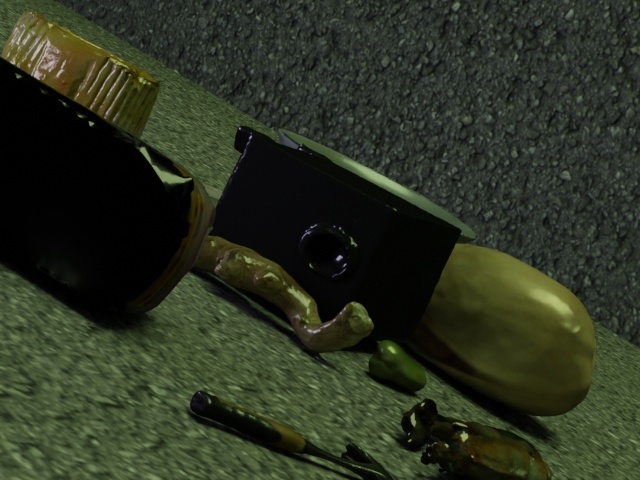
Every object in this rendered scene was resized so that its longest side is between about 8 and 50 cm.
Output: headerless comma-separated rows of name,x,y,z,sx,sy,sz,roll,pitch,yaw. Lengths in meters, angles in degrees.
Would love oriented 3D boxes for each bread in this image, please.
bread,-0.371,-0.244,2.559,0.250,0.133,0.179,29,7,1

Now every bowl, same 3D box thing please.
bowl,0.052,-0.025,2.525,0.345,0.157,0.345,29,7,-4

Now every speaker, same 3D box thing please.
speaker,0.000,0.000,2.077,0.254,0.184,0.232,29,7,25

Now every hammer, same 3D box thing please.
hammer,-0.024,0.171,1.431,0.201,0.021,0.078,26,7,-25

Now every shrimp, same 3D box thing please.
shrimp,0.145,0.202,1.704,0.145,0.059,0.254,31,7,41

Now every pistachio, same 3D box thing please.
pistachio,0.230,0.120,2.170,0.299,0.187,0.187,26,5,35

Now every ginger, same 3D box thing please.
ginger,-0.062,0.053,1.918,0.288,0.075,0.089,30,5,34

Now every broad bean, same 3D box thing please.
broad bean,0.089,0.146,1.940,0.083,0.045,0.063,32,4,-42

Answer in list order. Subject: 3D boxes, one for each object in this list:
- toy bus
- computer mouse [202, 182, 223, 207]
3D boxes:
toy bus,-0.272,-0.072,1.623,0.386,0.171,0.162,31,4,18
computer mouse,-0.170,-0.055,2.347,0.199,0.045,0.102,21,11,-47
